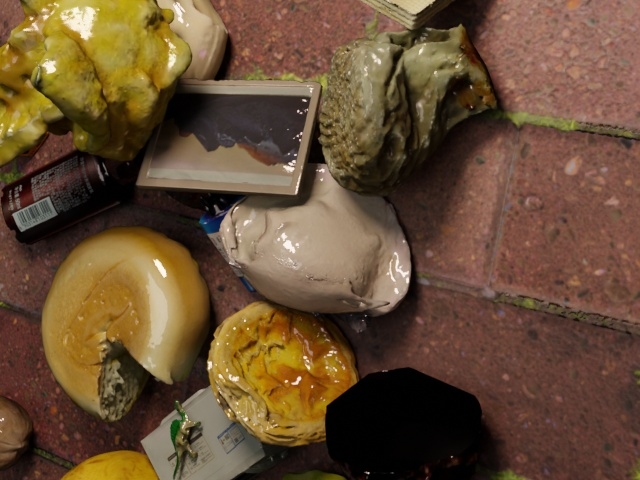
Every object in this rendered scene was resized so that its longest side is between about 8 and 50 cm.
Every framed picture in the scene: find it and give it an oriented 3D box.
[{"bbox_3d":[-0.137,-0.158,1.422,0.265,0.018,0.192,3,68,19],"label":"framed picture"}]

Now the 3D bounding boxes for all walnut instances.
[{"bbox_3d":[-0.620,0.362,1.777,0.162,0.140,0.140,15,98,21],"label":"walnut"}]

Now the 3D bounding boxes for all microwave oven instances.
[{"bbox_3d":[-0.155,0.317,1.502,0.208,0.122,0.162,-39,70,25],"label":"microwave oven"}]

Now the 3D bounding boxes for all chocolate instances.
[{"bbox_3d":[0.122,0.321,1.318,0.224,0.206,0.177,17,129,44],"label":"chocolate"}]

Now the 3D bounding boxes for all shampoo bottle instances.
[{"bbox_3d":[-0.123,-0.005,1.469,0.087,0.050,0.183,-24,116,20],"label":"shampoo bottle"},{"bbox_3d":[-0.435,-0.099,1.695,0.323,0.084,0.129,-22,82,28],"label":"shampoo bottle"}]

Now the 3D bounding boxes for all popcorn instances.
[{"bbox_3d":[-0.344,-0.238,1.369,0.325,0.290,0.321,-147,68,-71],"label":"popcorn"}]

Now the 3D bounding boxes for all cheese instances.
[{"bbox_3d":[-0.280,-0.343,1.576,0.233,0.127,0.266,-40,70,24],"label":"cheese"}]

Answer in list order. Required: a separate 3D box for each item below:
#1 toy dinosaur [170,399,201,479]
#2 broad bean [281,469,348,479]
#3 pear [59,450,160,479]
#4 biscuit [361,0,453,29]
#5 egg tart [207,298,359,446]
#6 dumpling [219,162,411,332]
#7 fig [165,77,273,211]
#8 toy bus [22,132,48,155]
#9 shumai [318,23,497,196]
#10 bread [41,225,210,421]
[{"bbox_3d":[-0.216,0.309,1.457,0.060,0.029,0.120,23,107,45],"label":"toy dinosaur"},{"bbox_3d":[0.030,0.474,1.395,0.291,0.119,0.238,40,100,22],"label":"broad bean"},{"bbox_3d":[-0.335,0.485,1.525,0.280,0.280,0.281,0,90,31],"label":"pear"},{"bbox_3d":[0.149,-0.370,1.299,0.121,0.199,0.040,36,151,27],"label":"biscuit"},{"bbox_3d":[-0.059,0.203,1.405,0.241,0.241,0.106,57,144,18],"label":"egg tart"},{"bbox_3d":[-0.004,0.015,1.407,0.293,0.204,0.163,18,137,6],"label":"dumpling"},{"bbox_3d":[-0.152,-0.161,1.505,0.149,0.149,0.245,38,96,26],"label":"fig"},{"bbox_3d":[-0.605,-0.251,1.795,0.083,0.088,0.194,-46,70,22],"label":"toy bus"},{"bbox_3d":[0.119,-0.174,1.335,0.261,0.222,0.225,132,135,-61],"label":"shumai"},{"bbox_3d":[-0.321,0.129,1.580,0.333,0.160,0.333,-1,88,29],"label":"bread"}]
